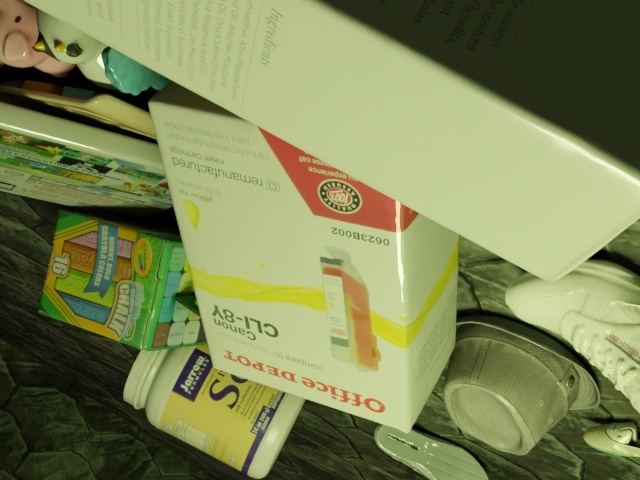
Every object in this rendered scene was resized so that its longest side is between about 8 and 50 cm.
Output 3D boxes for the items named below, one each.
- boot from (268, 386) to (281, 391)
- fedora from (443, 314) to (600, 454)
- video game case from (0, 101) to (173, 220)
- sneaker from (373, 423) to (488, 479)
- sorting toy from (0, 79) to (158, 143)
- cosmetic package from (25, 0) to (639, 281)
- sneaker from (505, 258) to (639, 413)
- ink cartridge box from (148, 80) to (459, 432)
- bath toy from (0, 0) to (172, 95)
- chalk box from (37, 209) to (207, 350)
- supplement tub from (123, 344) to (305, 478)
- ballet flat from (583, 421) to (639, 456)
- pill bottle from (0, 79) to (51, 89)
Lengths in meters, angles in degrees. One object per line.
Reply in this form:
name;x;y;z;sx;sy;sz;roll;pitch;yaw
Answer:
boot;0.010;0.130;1.194;0.261;0.095;0.204;13;114;5
fedora;0.272;0.229;1.196;0.243;0.124;0.275;11;148;33
video game case;-0.350;-0.102;1.164;0.329;0.036;0.300;14;163;-32
sneaker;0.226;0.440;1.676;0.258;0.094;0.091;32;174;0
sorting toy;-0.296;-0.169;1.076;0.208;0.038;0.193;9;175;31
cosmetic package;0.034;-0.190;0.575;0.453;0.230;0.161;29;154;2
sneaker;0.342;0.113;0.895;0.305;0.152;0.114;15;153;29
ink cartridge box;0.000;0.000;0.901;0.279;0.160;0.385;14;133;24
bath toy;-0.324;-0.234;0.954;0.348;0.129;0.151;12;149;31
chalk box;-0.273;0.068;1.313;0.289;0.179;0.180;14;-177;25
supplement tub;-0.210;0.315;1.685;0.331;0.241;0.241;26;153;5
ballet flat;0.479;0.295;1.211;0.168;0.057;0.052;10;120;26
pill bottle;-0.464;-0.176;1.197;0.193;0.108;0.108;-5;140;31
